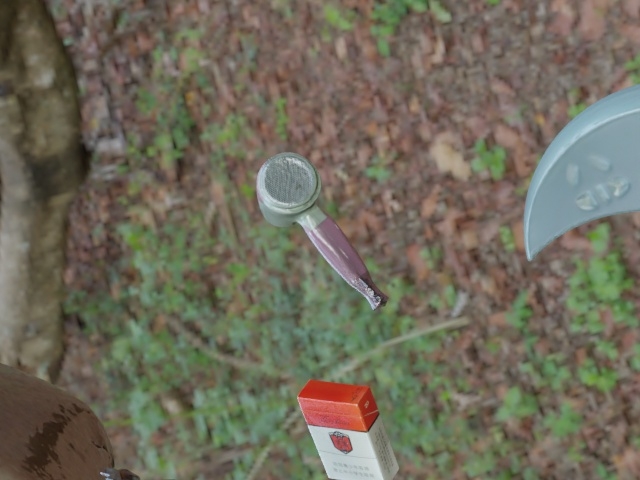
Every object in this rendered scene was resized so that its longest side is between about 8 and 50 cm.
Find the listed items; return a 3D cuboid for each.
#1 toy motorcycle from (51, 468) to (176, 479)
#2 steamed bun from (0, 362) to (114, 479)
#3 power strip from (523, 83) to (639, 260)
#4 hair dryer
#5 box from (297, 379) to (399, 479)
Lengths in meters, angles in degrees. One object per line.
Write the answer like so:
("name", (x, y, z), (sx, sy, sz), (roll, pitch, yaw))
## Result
("toy motorcycle", (-0.010, 0.215, 0.678), (0.147, 0.326, 0.221), (-56, 41, 15))
("steamed bun", (-0.285, 0.165, 0.844), (0.251, 0.301, 0.199), (-101, 7, -66))
("power strip", (0.278, -0.032, 0.967), (0.054, 0.253, 0.167), (-62, -21, -56))
("hair dryer", (0.002, 0.001, 1.161), (0.154, 0.054, 0.106), (51, 169, 10))
("box", (0.039, 0.266, 1.846), (0.100, 0.048, 0.152), (1, 123, 32))
